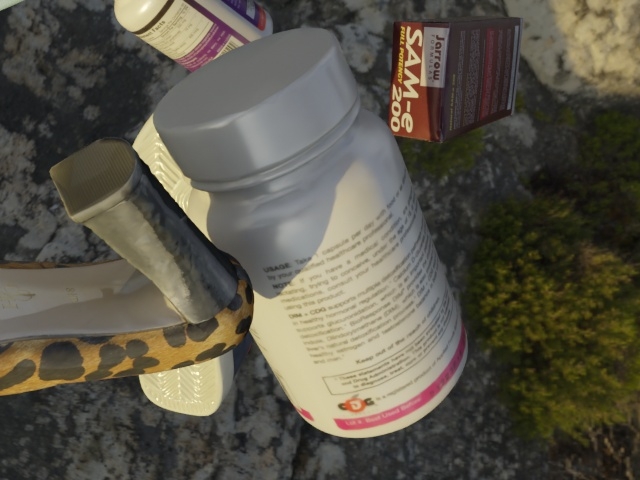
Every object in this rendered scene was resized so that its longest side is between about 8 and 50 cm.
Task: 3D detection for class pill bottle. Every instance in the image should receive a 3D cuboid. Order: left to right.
[{"bbox_3d":[-0.155,-0.258,0.793,0.193,0.108,0.108,29,65,-39],"label":"pill bottle"},{"bbox_3d":[0.000,0.000,0.546,0.160,0.160,0.283,-46,128,-30],"label":"pill bottle"}]

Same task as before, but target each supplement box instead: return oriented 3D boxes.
[{"bbox_3d":[0.170,-0.204,0.881,0.239,0.073,0.130,-26,122,-53],"label":"supplement box"}]

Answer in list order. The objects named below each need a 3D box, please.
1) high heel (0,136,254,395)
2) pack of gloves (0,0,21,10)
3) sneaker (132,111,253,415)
[{"bbox_3d":[-0.166,0.065,0.385,0.261,0.186,0.093,-26,57,2],"label":"high heel"},{"bbox_3d":[-0.302,-0.229,0.520,0.232,0.046,0.195,-33,127,6],"label":"pack of gloves"},{"bbox_3d":[-0.119,0.003,0.743,0.131,0.350,0.148,14,28,6],"label":"sneaker"}]
